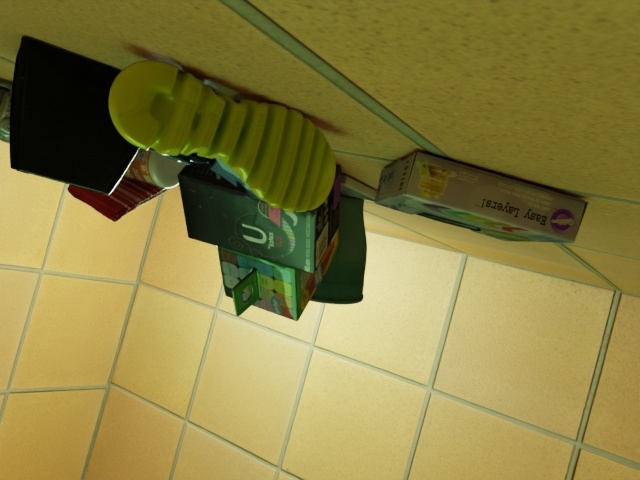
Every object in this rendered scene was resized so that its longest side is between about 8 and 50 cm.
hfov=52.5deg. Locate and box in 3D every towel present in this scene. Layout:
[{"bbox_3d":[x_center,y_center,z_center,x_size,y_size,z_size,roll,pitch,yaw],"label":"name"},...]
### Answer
[{"bbox_3d":[-0.414,-0.144,1.487,0.199,0.031,0.275,25,-134,34],"label":"towel"}]

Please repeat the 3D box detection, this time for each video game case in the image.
[{"bbox_3d":[0.019,-0.128,1.427,0.194,0.023,0.212,14,180,29],"label":"video game case"}]

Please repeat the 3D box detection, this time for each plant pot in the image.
[{"bbox_3d":[0.000,0.000,1.628,0.272,0.255,0.271,11,-172,-2],"label":"plant pot"},{"bbox_3d":[-0.348,-0.162,0.919,0.188,0.166,0.188,15,178,-28],"label":"plant pot"}]

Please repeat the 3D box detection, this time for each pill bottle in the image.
[{"bbox_3d":[-0.405,-0.192,1.424,0.216,0.121,0.121,14,179,26],"label":"pill bottle"}]

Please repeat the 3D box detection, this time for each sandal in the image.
[{"bbox_3d":[-0.120,-0.132,0.825,0.318,0.126,0.138,25,178,-31],"label":"sandal"}]

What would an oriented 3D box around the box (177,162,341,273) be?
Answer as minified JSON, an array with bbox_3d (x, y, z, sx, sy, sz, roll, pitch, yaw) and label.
[{"bbox_3d":[-0.110,-0.070,1.224,0.271,0.143,0.165,15,136,14],"label":"box"}]

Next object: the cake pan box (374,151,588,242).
[{"bbox_3d":[0.220,-0.058,0.976,0.246,0.070,0.267,17,179,-6],"label":"cake pan box"}]

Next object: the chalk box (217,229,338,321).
[{"bbox_3d":[-0.094,0.035,1.362,0.179,0.288,0.180,17,139,15],"label":"chalk box"}]

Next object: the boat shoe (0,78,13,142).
[{"bbox_3d":[-0.656,-0.268,1.271,0.321,0.118,0.103,22,-178,-15],"label":"boat shoe"}]
